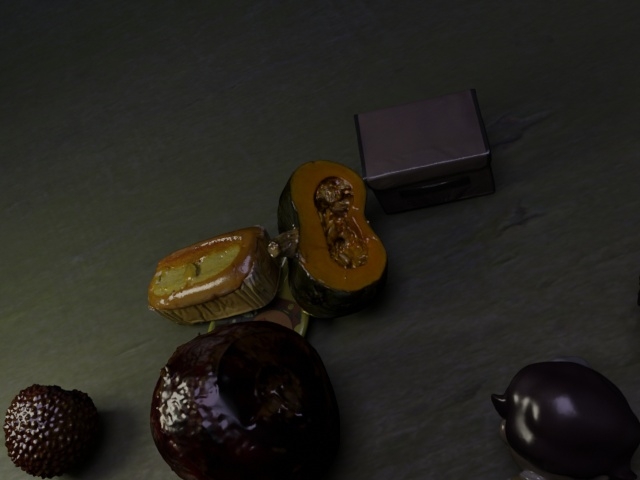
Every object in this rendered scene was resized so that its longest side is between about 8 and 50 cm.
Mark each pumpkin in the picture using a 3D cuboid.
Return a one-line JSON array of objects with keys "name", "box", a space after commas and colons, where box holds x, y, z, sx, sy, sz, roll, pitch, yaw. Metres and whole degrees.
[{"name": "pumpkin", "box": [0.000, 0.000, 1.631, 0.222, 0.139, 0.317, -7, 63, -12]}]

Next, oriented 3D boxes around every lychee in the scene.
[{"name": "lychee", "box": [-0.531, 0.372, 1.619, 0.188, 0.188, 0.188, -10, 56, 15]}]

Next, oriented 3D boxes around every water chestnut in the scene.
[{"name": "water chestnut", "box": [-0.135, 0.316, 1.446, 0.350, 0.302, 0.350, 15, 45, -15]}]

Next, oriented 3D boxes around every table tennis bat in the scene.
[{"name": "table tennis bat", "box": [-0.100, 0.118, 1.691, 0.224, 0.054, 0.368, 12, 65, 34]}]

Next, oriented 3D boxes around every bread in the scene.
[{"name": "bread", "box": [-0.218, 0.076, 1.692, 0.288, 0.119, 0.152, -16, 45, 28]}]

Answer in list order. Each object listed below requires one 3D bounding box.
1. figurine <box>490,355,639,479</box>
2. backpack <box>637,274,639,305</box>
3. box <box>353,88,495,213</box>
[{"name": "figurine", "box": [0.368, 0.366, 1.307, 0.218, 0.206, 0.365, 17, 90, 53]}, {"name": "backpack", "box": [0.714, 0.060, 1.327, 0.378, 0.201, 0.353, 5, 62, 21]}, {"name": "box", "box": [0.217, -0.179, 1.702, 0.252, 0.153, 0.188, -14, 56, 12]}]
